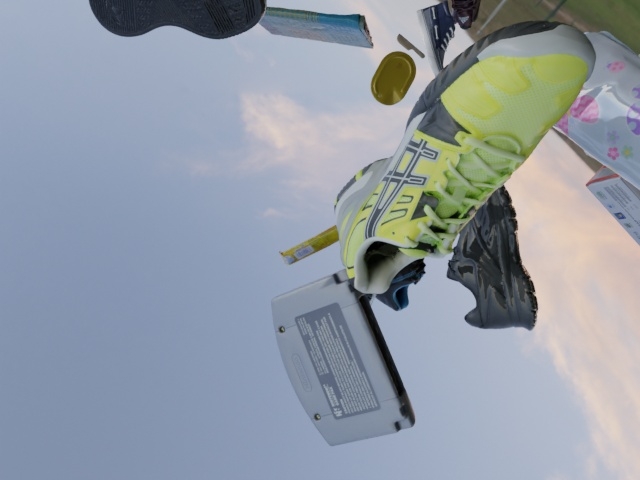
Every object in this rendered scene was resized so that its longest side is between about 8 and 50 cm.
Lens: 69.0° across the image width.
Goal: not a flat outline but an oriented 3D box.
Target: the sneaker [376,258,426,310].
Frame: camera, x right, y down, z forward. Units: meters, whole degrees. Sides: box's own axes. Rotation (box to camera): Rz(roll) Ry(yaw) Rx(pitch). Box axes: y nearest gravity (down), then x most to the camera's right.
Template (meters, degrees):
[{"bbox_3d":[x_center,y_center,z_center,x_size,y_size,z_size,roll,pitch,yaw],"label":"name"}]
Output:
[{"bbox_3d":[0.216,0.025,1.139,0.125,0.341,0.139,-18,-130,-37],"label":"sneaker"}]

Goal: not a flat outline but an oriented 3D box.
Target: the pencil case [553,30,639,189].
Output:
[{"bbox_3d":[0.373,-0.134,0.532,0.113,0.124,0.273,-13,-133,-23],"label":"pencil case"}]

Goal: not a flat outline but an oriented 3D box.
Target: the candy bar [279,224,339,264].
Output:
[{"bbox_3d":[0.000,0.000,0.829,0.040,0.161,0.018,52,-165,-43],"label":"candy bar"}]

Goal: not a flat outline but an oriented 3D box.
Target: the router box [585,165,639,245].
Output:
[{"bbox_3d":[0.689,-0.080,0.807,0.301,0.082,0.335,-43,-88,-8],"label":"router box"}]

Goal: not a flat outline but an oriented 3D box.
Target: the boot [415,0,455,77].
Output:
[{"bbox_3d":[0.312,-0.516,1.202,0.069,0.086,0.190,-29,-78,-71],"label":"boot"}]

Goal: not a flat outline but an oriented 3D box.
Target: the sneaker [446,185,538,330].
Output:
[{"bbox_3d":[0.265,0.011,0.766,0.109,0.130,0.286,9,-110,-62],"label":"sneaker"}]

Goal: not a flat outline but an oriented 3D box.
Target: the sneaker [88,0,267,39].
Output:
[{"bbox_3d":[-0.197,-0.402,0.741,0.295,0.124,0.178,9,-129,18],"label":"sneaker"}]

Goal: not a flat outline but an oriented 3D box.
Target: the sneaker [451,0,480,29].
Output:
[{"bbox_3d":[0.366,-0.603,1.158,0.106,0.162,0.281,7,-143,20],"label":"sneaker"}]

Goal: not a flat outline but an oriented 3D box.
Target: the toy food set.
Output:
[{"bbox_3d":[0.253,-0.564,1.581,0.128,0.218,0.071,29,-169,-6],"label":"toy food set"}]

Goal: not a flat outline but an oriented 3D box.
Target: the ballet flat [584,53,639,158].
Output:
[{"bbox_3d":[0.653,-0.274,1.004,0.091,0.241,0.077,9,-136,4],"label":"ballet flat"}]

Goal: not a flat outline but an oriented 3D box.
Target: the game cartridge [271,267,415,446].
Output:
[{"bbox_3d":[0.028,0.217,0.855,0.062,0.198,0.297,-17,-96,-60],"label":"game cartridge"}]

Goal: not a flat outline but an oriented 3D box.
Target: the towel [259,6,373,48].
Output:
[{"bbox_3d":[-0.024,-0.676,1.465,0.370,0.040,0.271,13,-169,11],"label":"towel"}]

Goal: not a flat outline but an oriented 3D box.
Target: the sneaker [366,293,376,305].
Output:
[{"bbox_3d":[0.099,0.128,1.131,0.110,0.283,0.122,41,-125,11],"label":"sneaker"}]

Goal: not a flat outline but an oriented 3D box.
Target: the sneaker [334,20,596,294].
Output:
[{"bbox_3d":[0.145,-0.061,0.528,0.145,0.384,0.147,12,-124,-20],"label":"sneaker"}]
